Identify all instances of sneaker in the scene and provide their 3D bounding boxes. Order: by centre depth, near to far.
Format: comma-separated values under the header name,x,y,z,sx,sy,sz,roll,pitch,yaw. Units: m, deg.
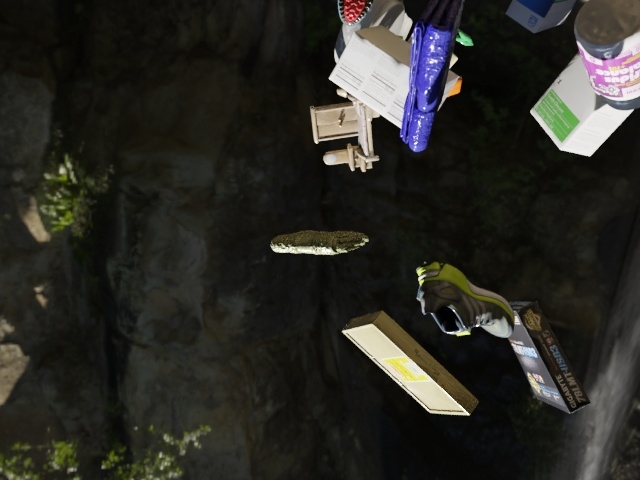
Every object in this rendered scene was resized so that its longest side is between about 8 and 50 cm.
name,x,y,z,sx,sy,sz,roll,pitch,yaw
sneaker,0.321,0.163,1.509,0.300,0.111,0.121,29,-120,-27
sneaker,0.113,-0.761,2.010,0.104,0.262,0.125,10,179,-1

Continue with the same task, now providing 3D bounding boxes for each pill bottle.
name,x,y,z,sx,sy,sz,roll,pitch,yaw
pill bottle,0.715,-0.439,1.602,0.169,0.169,0.301,35,179,38

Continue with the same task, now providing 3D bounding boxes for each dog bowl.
name,x,y,z,sx,sy,sz,roll,pitch,yaw
dog bowl,0.177,-0.691,2.234,0.102,0.349,0.349,36,-150,15

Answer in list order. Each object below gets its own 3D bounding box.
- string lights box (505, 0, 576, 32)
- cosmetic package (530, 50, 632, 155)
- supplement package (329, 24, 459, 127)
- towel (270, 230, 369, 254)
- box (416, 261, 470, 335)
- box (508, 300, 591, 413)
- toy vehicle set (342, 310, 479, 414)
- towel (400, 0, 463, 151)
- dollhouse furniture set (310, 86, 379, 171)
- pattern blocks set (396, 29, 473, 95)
name,x,y,z,sx,sy,sz,roll,pitch,yaw
string lights box,0.463,-0.525,1.244,0.077,0.260,0.133,43,-135,20
cosmetic package,0.828,-0.453,1.993,0.155,0.365,0.197,5,-136,-32
supplement package,0.197,-0.427,1.763,0.262,0.145,0.204,37,-148,9
towel,0.000,0.000,0.992,0.110,0.027,0.148,1,-174,23
box,0.301,0.135,1.597,0.178,0.042,0.109,41,-130,-33
box,0.598,0.309,1.854,0.073,0.293,0.295,-27,175,0
toy vehicle set,0.176,0.251,1.358,0.267,0.166,0.035,43,-112,-7
towel,0.230,-0.370,1.415,0.076,0.308,0.228,15,-131,9
dollhouse furniture set,0.076,-0.310,2.072,0.174,0.303,0.355,-9,-153,-2
pattern blocks set,0.297,-0.516,2.008,0.285,0.325,0.026,35,-145,-25
